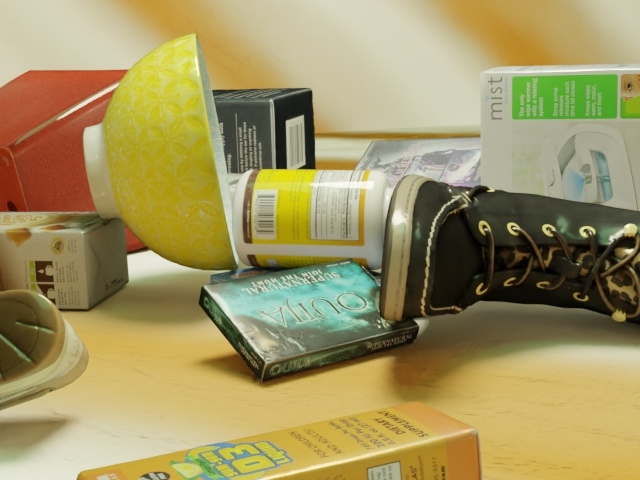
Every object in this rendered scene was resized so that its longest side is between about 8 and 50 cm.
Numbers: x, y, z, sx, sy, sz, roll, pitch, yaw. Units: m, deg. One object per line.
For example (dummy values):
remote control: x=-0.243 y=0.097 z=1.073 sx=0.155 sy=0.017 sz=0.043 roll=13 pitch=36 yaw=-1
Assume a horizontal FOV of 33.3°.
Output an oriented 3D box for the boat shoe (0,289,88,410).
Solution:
boat shoe: x=-0.346 y=0.116 z=0.891 sx=0.302 sy=0.109 sz=0.098 roll=-13 pitch=-26 yaw=3

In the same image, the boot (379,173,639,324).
boot: x=0.222 y=0.020 z=1.072 sx=0.284 sy=0.138 sz=0.377 roll=9 pitch=6 yaw=17

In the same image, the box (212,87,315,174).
box: x=-0.234 y=-0.176 z=2.043 sx=0.395 sy=0.212 sz=0.293 roll=2 pitch=12 yaw=14

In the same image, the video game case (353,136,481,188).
video game case: x=0.181 y=-0.105 z=1.633 sx=0.274 sy=0.026 sz=0.196 roll=1 pitch=31 yaw=22

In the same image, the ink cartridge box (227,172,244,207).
ink cartridge box: x=-0.128 y=-0.050 z=1.684 sx=0.219 sy=0.093 sz=0.160 roll=5 pitch=13 yaw=33

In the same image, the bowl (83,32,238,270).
bowl: x=-0.198 y=-0.095 z=1.303 sx=0.156 sy=0.290 sz=0.289 roll=-10 pitch=11 yaw=-1

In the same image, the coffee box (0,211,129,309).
coffee box: x=-0.382 y=0.022 z=1.342 sx=0.246 sy=0.098 sz=0.141 roll=0 pitch=11 yaw=10

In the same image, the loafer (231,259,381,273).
loafer: x=0.000 y=0.000 z=1.401 sx=0.268 sy=0.092 sz=0.102 roll=0 pitch=11 yaw=12

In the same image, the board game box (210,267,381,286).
board game box: x=-0.006 y=0.061 z=1.230 sx=0.160 sy=0.039 sz=0.211 roll=-9 pitch=15 yaw=-33

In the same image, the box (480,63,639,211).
box: x=0.331 y=-0.098 z=1.405 sx=0.231 sy=0.262 sz=0.127 roll=3 pitch=12 yaw=19

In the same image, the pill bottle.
pill bottle: x=0.012 y=-0.025 z=1.254 sx=0.215 sy=0.117 sz=0.117 roll=2 pitch=11 yaw=11

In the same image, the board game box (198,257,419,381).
board game box: x=-0.010 y=0.074 z=1.066 sx=0.186 sy=0.026 sz=0.126 roll=-10 pitch=39 yaw=-34

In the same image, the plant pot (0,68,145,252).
plant pot: x=-0.409 y=-0.094 z=1.595 sx=0.267 sy=0.267 sz=0.235 roll=6 pitch=26 yaw=36

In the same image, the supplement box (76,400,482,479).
supplement box: x=-0.021 y=0.159 z=0.632 sx=0.233 sy=0.080 sz=0.078 roll=-10 pitch=11 yaw=-25
